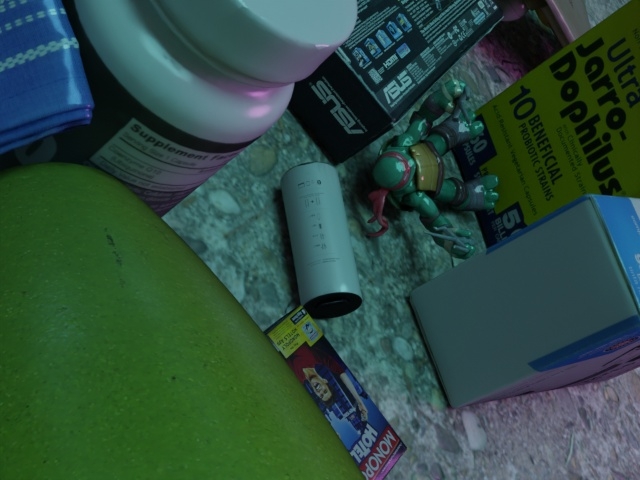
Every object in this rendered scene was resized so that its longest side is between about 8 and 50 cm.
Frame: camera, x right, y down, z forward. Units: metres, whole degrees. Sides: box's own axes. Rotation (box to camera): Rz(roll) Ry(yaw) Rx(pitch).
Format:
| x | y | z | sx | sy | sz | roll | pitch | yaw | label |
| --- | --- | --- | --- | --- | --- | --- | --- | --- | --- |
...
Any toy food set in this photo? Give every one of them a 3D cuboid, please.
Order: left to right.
| x | y | z | sx | sy | sz | roll | pitch | yaw | label |
| --- | --- | --- | --- | --- | --- | --- | --- | --- | --- |
| 0.306 | -0.316 | 1.436 | 0.306 | 0.092 | 0.220 | 46 | 33 | -42 | toy food set |

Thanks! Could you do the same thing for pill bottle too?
| x | y | z | sx | sy | sz | roll | pitch | yaw | label |
| --- | --- | --- | --- | --- | --- | --- | --- | --- | --- |
| -0.121 | -0.106 | 0.680 | 0.161 | 0.283 | 0.161 | 28 | 45 | -31 | pill bottle |

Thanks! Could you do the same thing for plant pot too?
| x | y | z | sx | sy | sz | roll | pitch | yaw | label |
| --- | --- | --- | --- | --- | --- | --- | --- | --- | --- |
| -0.127 | 0.102 | 0.558 | 0.274 | 0.275 | 0.293 | 17 | 36 | -39 | plant pot |

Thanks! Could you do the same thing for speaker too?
| x | y | z | sx | sy | sz | roll | pitch | yaw | label |
| --- | --- | --- | --- | --- | --- | --- | --- | --- | --- |
| 0.000 | 0.000 | 0.920 | 0.055 | 0.055 | 0.136 | 16 | 52 | -40 | speaker |

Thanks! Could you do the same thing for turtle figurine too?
| x | y | z | sx | sy | sz | roll | pitch | yaw | label |
| --- | --- | --- | --- | --- | --- | --- | --- | --- | --- |
| 0.115 | -0.075 | 1.046 | 0.234 | 0.118 | 0.175 | -16 | 109 | -65 | turtle figurine |

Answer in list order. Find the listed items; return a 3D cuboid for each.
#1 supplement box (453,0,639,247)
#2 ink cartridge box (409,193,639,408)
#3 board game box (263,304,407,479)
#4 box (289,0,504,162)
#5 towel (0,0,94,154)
| x | y | z | sx | sy | sz | roll | pitch | yaw | label |
| --- | --- | --- | --- | --- | --- | --- | --- | --- | --- |
| 0.353 | -0.116 | 1.142 | 0.195 | 0.356 | 0.194 | 8 | 57 | -45 | supplement box |
| 0.279 | 0.061 | 1.037 | 0.307 | 0.223 | 0.129 | 1 | 63 | -47 | ink cartridge box |
| -0.022 | 0.176 | 0.761 | 0.194 | 0.060 | 0.194 | 55 | 37 | -1 | board game box |
| 0.029 | -0.299 | 1.144 | 0.318 | 0.097 | 0.395 | 52 | 38 | -8 | box |
| -0.292 | -0.181 | 0.577 | 0.040 | 0.243 | 0.336 | 135 | -66 | -88 | towel |
